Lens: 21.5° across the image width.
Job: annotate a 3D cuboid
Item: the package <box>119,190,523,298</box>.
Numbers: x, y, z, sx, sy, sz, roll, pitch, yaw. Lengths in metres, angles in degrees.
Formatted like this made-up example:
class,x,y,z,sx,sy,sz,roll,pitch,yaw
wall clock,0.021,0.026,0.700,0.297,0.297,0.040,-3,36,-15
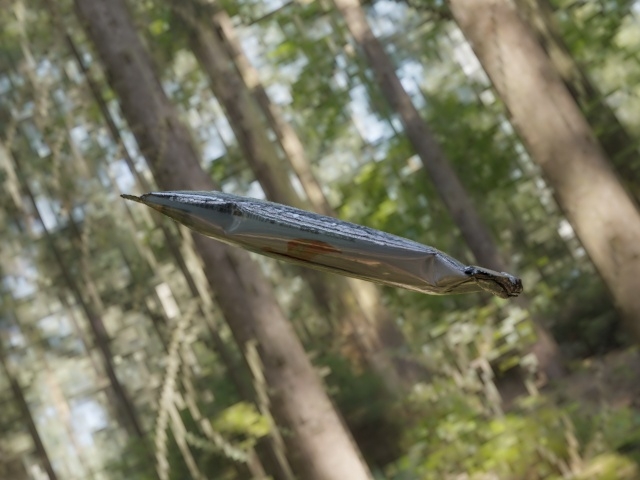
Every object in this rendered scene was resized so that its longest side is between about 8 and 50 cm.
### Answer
class,x,y,z,sx,sy,sz,roll,pitch,yaw
package,0.000,0.000,0.463,0.037,0.110,0.015,28,-103,-69
